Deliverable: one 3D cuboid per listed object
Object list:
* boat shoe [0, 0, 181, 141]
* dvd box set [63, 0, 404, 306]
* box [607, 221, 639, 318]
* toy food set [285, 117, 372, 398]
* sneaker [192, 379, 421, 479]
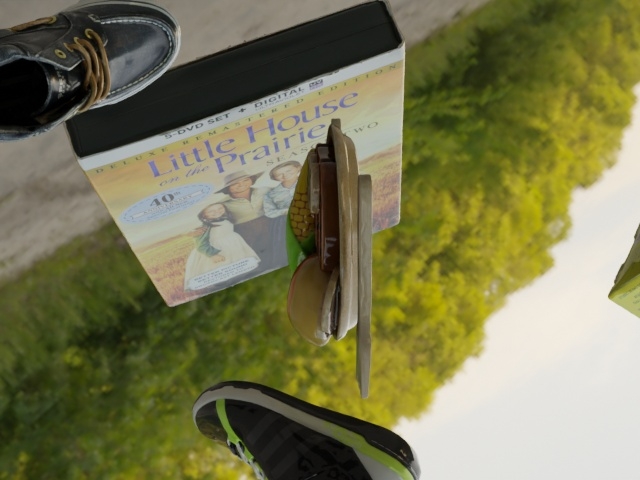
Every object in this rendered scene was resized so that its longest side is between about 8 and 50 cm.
[{"bbox_3d":[-0.142,-0.093,0.610,0.183,0.065,0.083,-23,-152,-34],"label":"boat shoe"},{"bbox_3d":[-0.063,-0.067,1.125,0.307,0.062,0.420,-20,159,-5],"label":"dvd box set"},{"bbox_3d":[0.308,0.060,0.707,0.087,0.232,0.058,-56,-179,-29],"label":"box"},{"bbox_3d":[0.000,0.000,0.620,0.038,0.133,0.192,-1,-166,-4],"label":"toy food set"},{"bbox_3d":[-0.028,0.189,0.915,0.234,0.084,0.097,9,-124,34],"label":"sneaker"}]
